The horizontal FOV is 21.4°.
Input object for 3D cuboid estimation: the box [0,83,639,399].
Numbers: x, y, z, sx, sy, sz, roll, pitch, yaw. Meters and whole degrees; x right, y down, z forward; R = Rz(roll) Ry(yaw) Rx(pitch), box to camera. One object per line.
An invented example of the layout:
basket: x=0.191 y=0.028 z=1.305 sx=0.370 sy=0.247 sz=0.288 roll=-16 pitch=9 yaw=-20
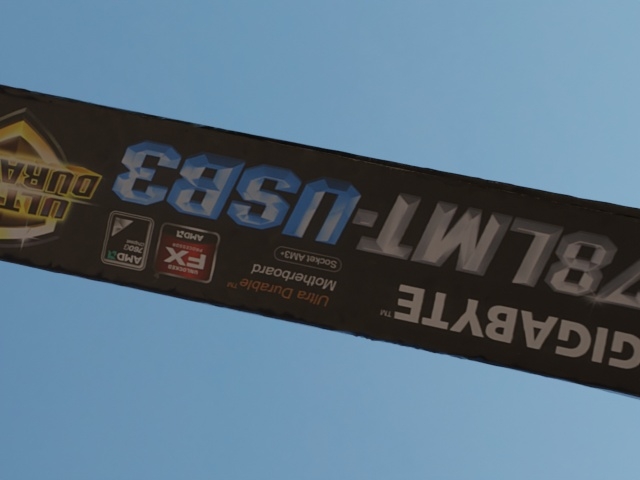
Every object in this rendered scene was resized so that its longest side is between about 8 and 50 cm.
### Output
box: x=0.000 y=0.000 z=0.732 sx=0.295 sy=0.293 sz=0.073 roll=11 pitch=-91 yaw=4
